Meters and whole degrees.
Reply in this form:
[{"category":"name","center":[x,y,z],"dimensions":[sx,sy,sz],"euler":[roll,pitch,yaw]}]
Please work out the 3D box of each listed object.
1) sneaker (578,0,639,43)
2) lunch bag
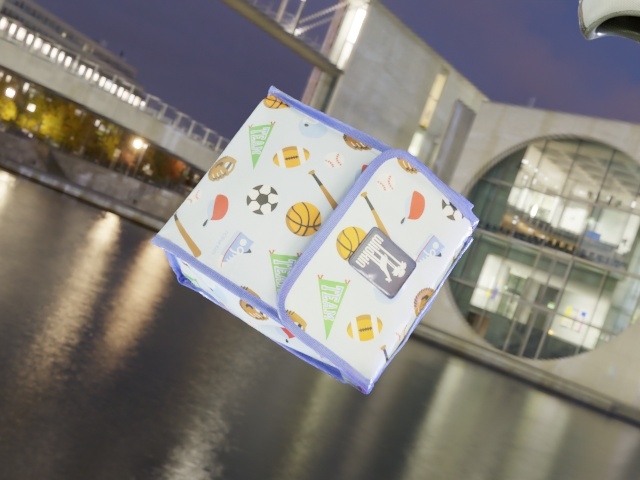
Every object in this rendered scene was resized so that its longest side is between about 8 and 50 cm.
[{"category":"sneaker","center":[0.364,-0.195,0.670],"dimensions":[0.271,0.108,0.100],"euler":[18,-4,17]},{"category":"lunch bag","center":[0.000,0.000,1.145],"dimensions":[0.385,0.328,0.239],"euler":[32,-15,17]}]
